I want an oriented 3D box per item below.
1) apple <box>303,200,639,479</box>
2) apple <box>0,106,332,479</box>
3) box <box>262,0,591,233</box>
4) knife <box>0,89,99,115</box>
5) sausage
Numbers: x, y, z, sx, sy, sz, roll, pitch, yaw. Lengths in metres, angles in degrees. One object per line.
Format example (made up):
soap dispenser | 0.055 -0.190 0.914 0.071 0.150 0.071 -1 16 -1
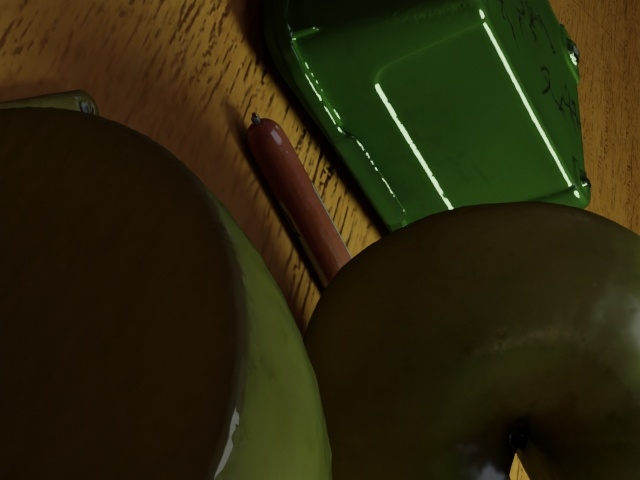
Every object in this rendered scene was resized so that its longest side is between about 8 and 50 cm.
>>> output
apple | 0.121 0.115 1.161 0.254 0.292 0.292 -104 174 -82
apple | -0.149 0.100 0.528 0.258 0.295 0.233 -130 -148 -50
box | 0.097 -0.154 1.449 0.328 0.178 0.252 52 31 -42
knife | -0.181 -0.045 0.904 0.298 0.017 0.047 -23 102 -69
sausage | 0.000 0.000 1.296 0.223 0.029 0.029 62 24 -25
